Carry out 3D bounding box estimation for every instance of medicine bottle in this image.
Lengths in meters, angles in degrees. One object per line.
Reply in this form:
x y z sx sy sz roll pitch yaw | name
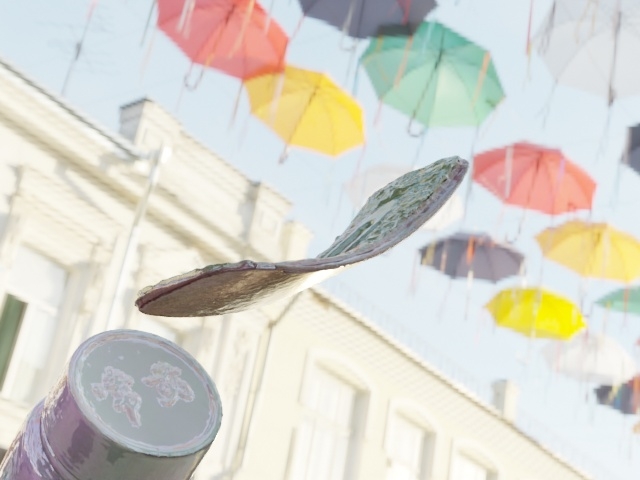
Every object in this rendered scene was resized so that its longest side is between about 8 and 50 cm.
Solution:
-0.186 0.201 0.921 0.152 0.152 0.254 20 -56 -19 | medicine bottle

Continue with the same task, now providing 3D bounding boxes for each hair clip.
0.001 0.001 0.362 0.054 0.022 0.137 -25 0 39 | hair clip
